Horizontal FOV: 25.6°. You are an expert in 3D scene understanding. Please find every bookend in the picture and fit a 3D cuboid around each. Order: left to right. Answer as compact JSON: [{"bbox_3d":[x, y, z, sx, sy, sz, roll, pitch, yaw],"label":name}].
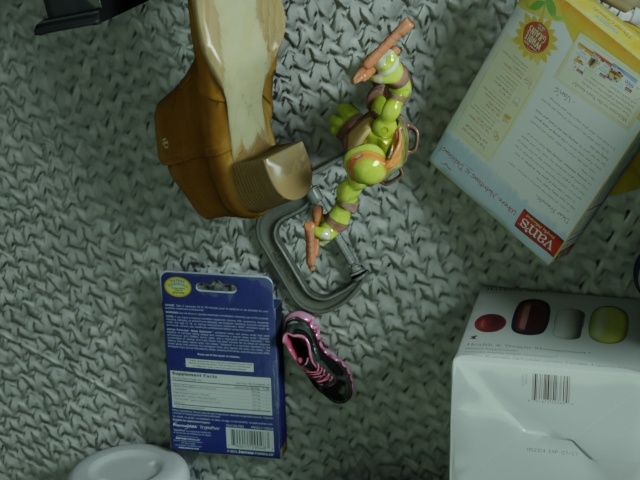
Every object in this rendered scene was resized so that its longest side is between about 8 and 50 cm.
[{"bbox_3d":[-0.245,-0.301,1.424,0.072,0.157,0.156,-8,107,16],"label":"bookend"}]

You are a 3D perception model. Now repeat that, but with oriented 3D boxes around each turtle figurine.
[{"bbox_3d":[0.055,-0.111,1.378,0.087,0.217,0.269,17,115,-3],"label":"turtle figurine"}]

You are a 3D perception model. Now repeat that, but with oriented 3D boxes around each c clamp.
[{"bbox_3d":[0.000,0.000,1.540,0.137,0.022,0.161,-21,102,20],"label":"c clamp"}]

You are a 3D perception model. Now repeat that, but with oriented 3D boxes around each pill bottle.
[{"bbox_3d":[-0.216,0.386,1.664,0.146,0.146,0.264,2,110,14],"label":"pill bottle"}]

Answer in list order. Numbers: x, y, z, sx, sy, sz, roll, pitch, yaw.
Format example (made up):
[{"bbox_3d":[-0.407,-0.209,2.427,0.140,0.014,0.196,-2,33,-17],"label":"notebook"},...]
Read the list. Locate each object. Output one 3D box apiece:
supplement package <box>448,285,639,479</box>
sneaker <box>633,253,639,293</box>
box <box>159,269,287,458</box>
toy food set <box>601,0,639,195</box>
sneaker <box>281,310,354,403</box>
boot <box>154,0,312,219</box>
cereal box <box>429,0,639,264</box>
[{"bbox_3d":[0.241,0.155,1.434,0.194,0.203,0.149,4,109,12],"label":"supplement package"},{"bbox_3d":[0.449,0.058,1.415,0.282,0.153,0.099,9,110,-21],"label":"sneaker"},{"bbox_3d":[-0.110,0.137,1.608,0.136,0.036,0.225,3,111,13],"label":"box"},{"bbox_3d":[0.298,-0.152,1.377,0.128,0.071,0.218,27,123,31],"label":"toy food set"},{"bbox_3d":[-0.007,0.138,1.572,0.047,0.057,0.119,-32,100,20],"label":"sneaker"},{"bbox_3d":[-0.118,-0.161,1.438,0.211,0.104,0.295,-3,105,56],"label":"boot"},{"bbox_3d":[0.225,-0.117,1.372,0.173,0.047,0.240,44,131,19],"label":"cereal box"}]
